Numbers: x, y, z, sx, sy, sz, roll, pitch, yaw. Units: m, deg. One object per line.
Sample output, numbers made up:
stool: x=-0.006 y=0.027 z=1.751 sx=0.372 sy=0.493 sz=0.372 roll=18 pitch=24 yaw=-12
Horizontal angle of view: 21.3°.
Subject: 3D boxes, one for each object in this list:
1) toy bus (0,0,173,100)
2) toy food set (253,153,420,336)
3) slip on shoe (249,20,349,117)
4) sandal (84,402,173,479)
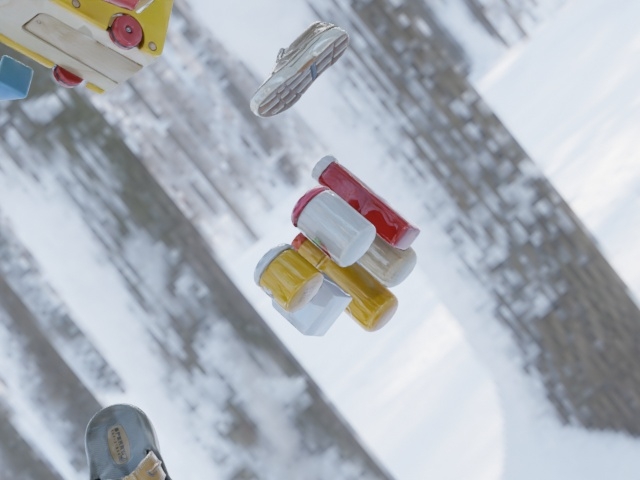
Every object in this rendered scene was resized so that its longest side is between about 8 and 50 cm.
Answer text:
toy bus: x=-0.219 y=-0.208 z=1.389 sx=0.202 sy=0.190 sz=0.104 roll=82 pitch=-166 yaw=-60
toy food set: x=0.000 y=0.000 z=1.338 sx=0.111 sy=0.104 sz=0.232 roll=-53 pitch=-20 yaw=11
slip on shoe: x=-0.029 y=-0.175 z=1.721 sx=0.135 sy=0.041 sz=0.051 roll=-45 pitch=-25 yaw=-22
sandal: x=-0.164 y=0.212 z=1.510 sx=0.090 sy=0.060 sz=0.219 roll=-23 pitch=42 yaw=-3
